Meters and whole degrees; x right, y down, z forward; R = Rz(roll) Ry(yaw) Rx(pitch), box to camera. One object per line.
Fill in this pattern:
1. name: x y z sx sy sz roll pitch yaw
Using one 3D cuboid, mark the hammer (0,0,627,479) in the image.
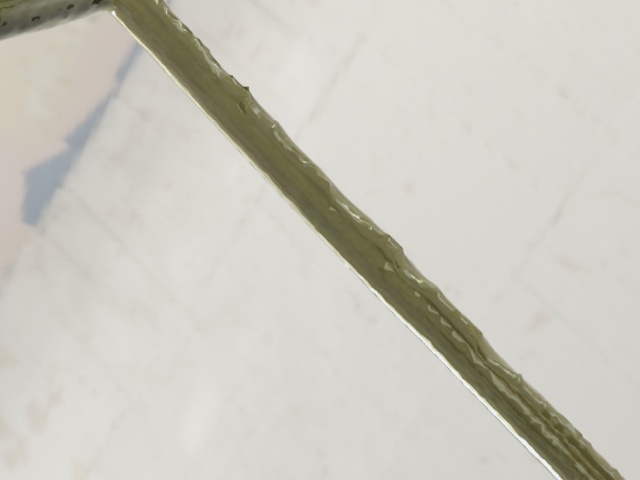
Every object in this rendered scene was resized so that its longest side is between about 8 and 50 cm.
1. hammer: 0.000 0.000 0.402 0.028 0.195 0.060 -43 -178 46
